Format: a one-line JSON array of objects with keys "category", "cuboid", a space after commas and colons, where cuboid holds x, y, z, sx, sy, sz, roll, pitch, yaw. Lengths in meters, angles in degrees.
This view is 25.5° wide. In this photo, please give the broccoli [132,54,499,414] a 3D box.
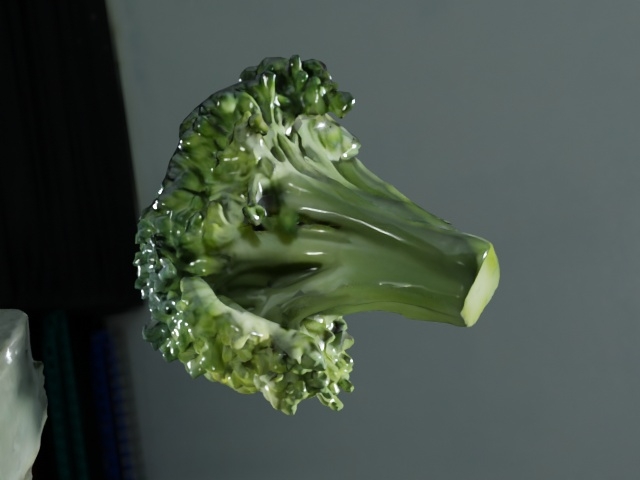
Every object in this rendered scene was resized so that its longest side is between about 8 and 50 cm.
[{"category": "broccoli", "cuboid": [0.000, 0.000, 0.977, 0.243, 0.246, 0.263, 11, -169, 21]}]

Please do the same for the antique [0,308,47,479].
[{"category": "antique", "cuboid": [-0.260, 0.160, 0.807, 0.150, 0.125, 0.284, 1, -146, 4]}]
